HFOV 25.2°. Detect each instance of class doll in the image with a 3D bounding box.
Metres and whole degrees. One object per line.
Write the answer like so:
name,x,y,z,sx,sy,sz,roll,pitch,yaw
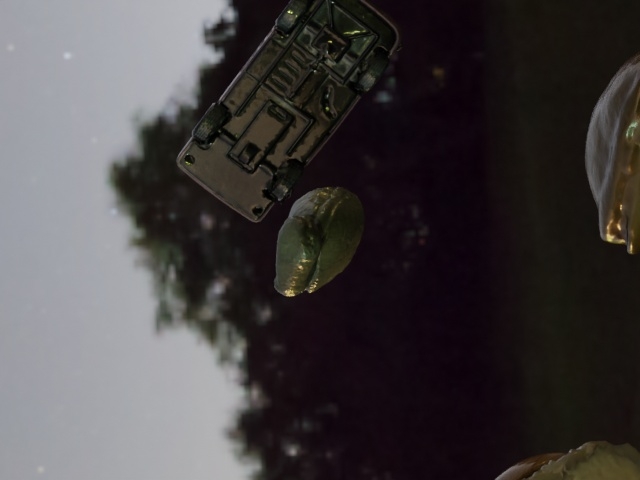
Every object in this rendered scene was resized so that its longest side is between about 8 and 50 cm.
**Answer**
doll,0.000,0.000,1.359,0.214,0.071,0.103,-46,-27,-75

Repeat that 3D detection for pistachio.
pistachio,0.339,-0.111,1.338,0.213,0.163,0.260,-52,-19,-26

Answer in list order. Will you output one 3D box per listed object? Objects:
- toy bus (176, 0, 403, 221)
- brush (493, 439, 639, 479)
toy bus,-0.022,-0.119,1.156,0.199,0.096,0.108,-51,7,16
brush,0.255,0.323,1.333,0.166,0.174,0.266,136,113,-76
